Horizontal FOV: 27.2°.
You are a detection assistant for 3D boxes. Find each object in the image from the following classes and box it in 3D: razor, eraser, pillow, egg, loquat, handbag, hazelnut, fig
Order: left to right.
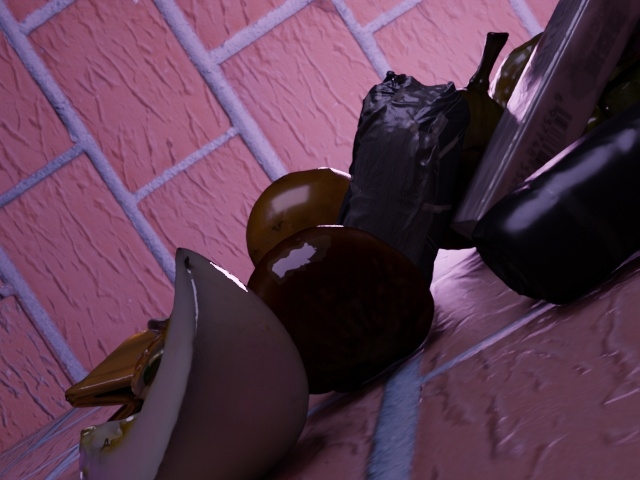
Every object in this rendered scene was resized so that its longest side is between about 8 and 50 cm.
[{"bbox_3d":[-0.221,0.200,2.167,0.283,0.133,0.401,-27,5,16],"label":"handbag"},{"bbox_3d":[-0.101,0.162,1.244,0.271,0.162,0.206,-66,27,14],"label":"egg"},{"bbox_3d":[0.000,0.000,2.096,0.235,0.235,0.235,-33,3,2],"label":"loquat"},{"bbox_3d":[0.023,0.073,1.391,0.204,0.178,0.178,1,-15,-29],"label":"hazelnut"},{"bbox_3d":[0.091,-0.046,1.684,0.161,0.335,0.092,15,4,34],"label":"pillow"},{"bbox_3d":[0.213,-0.151,1.839,0.217,0.217,0.321,-26,37,64],"label":"fig"},{"bbox_3d":[0.288,-0.177,1.628,0.397,0.082,0.213,-63,5,-3],"label":"eraser"},{"bbox_3d":[0.301,-0.069,1.200,0.349,0.113,0.204,-33,1,-5],"label":"razor"}]

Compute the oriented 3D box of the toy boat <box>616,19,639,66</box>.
[{"bbox_3d":[0.424,-0.270,1.674,0.219,0.072,0.318,-35,10,45],"label":"toy boat"}]

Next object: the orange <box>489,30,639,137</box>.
[{"bbox_3d":[0.373,-0.214,1.936,0.271,0.210,0.369,-32,4,-37],"label":"orange"}]

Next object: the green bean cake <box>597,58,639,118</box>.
[{"bbox_3d":[0.446,-0.191,1.631,0.200,0.113,0.214,-31,2,8],"label":"green bean cake"}]

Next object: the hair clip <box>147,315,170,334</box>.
[{"bbox_3d":[-0.146,0.131,1.993,0.226,0.034,0.072,7,20,-1],"label":"hair clip"}]

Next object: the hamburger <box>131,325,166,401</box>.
[{"bbox_3d":[-0.149,0.162,1.793,0.237,0.147,0.237,-31,0,0],"label":"hamburger"}]
